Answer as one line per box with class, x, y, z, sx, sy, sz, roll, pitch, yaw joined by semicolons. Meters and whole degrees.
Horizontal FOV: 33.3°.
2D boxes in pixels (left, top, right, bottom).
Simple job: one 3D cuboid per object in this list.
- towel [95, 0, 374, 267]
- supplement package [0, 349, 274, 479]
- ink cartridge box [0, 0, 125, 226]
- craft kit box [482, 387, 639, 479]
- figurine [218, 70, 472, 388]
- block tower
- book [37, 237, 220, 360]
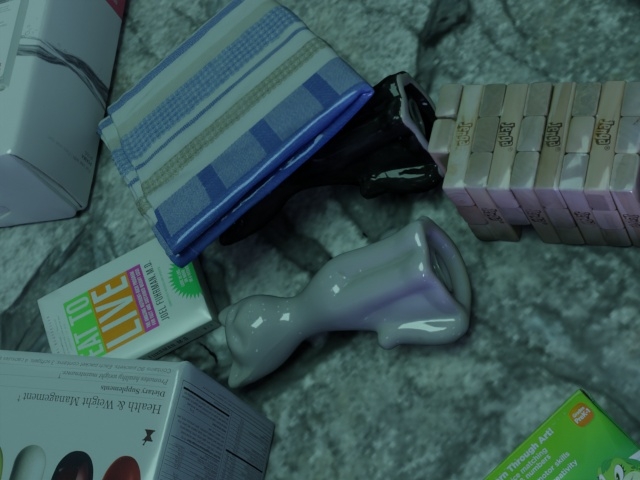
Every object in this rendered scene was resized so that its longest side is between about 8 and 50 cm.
towel;-0.084;-0.108;0.908;0.209;0.034;0.285;-41;35;2
supplement package;-0.166;0.200;0.770;0.194;0.149;0.203;0;64;26
ink cartridge box;-0.319;-0.164;1.049;0.207;0.117;0.283;-7;62;23
craft kit box;0.148;0.258;0.612;0.250;0.061;0.246;-44;57;3
figurine;0.000;0.000;0.841;0.209;0.092;0.215;-20;58;25
block tower;0.247;-0.052;0.736;0.335;0.097;0.091;2;66;29
book;-0.163;0.063;0.914;0.144;0.035;0.096;-28;60;9
